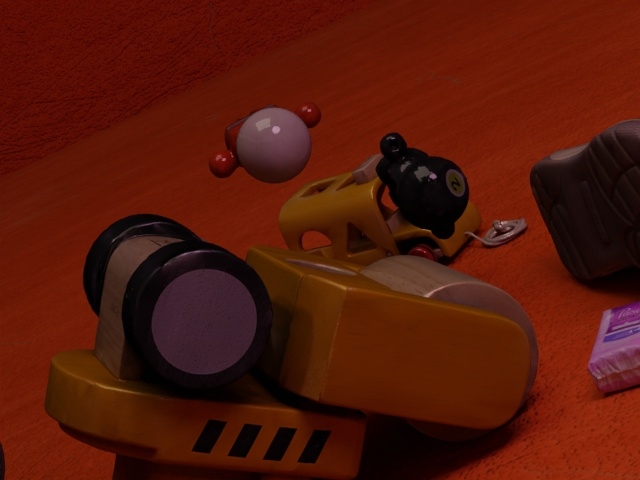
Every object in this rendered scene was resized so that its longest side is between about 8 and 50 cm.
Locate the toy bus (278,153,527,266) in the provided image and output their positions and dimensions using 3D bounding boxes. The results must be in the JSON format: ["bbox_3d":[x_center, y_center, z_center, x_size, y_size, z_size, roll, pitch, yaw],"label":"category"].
[{"bbox_3d":[0.060,-0.026,1.705,0.202,0.104,0.191,-28,16,-7],"label":"toy bus"}]

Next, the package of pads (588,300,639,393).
[{"bbox_3d":[0.219,0.072,1.278,0.050,0.032,0.083,-16,18,24],"label":"package of pads"}]

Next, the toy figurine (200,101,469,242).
[{"bbox_3d":[0.000,0.000,1.498,0.148,0.213,0.209,-141,69,-77],"label":"toy figurine"}]

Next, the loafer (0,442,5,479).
[{"bbox_3d":[-0.430,0.254,1.524,0.366,0.134,0.130,-36,19,-31],"label":"loafer"}]

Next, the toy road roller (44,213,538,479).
[{"bbox_3d":[-0.031,0.123,1.301,0.329,0.240,0.202,9,6,-19],"label":"toy road roller"}]

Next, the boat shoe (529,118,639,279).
[{"bbox_3d":[0.271,-0.045,1.350,0.130,0.132,0.355,-24,8,-13],"label":"boat shoe"}]
